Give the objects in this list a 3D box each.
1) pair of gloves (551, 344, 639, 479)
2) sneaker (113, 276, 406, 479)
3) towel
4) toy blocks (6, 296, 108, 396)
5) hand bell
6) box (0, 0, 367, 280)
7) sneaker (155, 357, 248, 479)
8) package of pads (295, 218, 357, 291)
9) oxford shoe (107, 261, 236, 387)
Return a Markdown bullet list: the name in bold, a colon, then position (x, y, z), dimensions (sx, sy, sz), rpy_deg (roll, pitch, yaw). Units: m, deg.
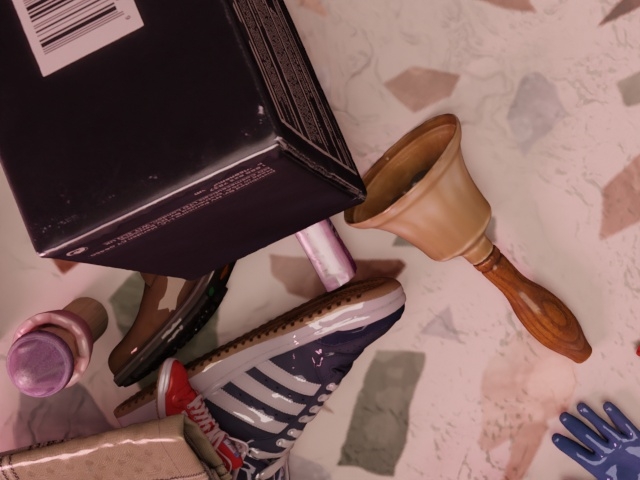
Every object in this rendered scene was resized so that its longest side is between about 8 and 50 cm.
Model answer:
- **pair of gloves**: position (0.305, 0.171, 1.096), dimensions (0.159, 0.023, 0.198), rpy_deg (44, 100, -2)
- **sneaker**: position (-0.026, 0.149, 1.076), dimensions (0.282, 0.099, 0.153), rpy_deg (-28, 92, 16)
- **towel**: position (-0.189, 0.271, 1.062), dimensions (0.324, 0.056, 0.312), rpy_deg (-12, 126, 17)
- **toy blocks**: position (-0.350, 0.001, 0.994), dimensions (0.308, 0.260, 0.289), rpy_deg (-4, 100, 5)
- **hand bell**: position (0.147, 0.020, 1.055), dimensions (0.126, 0.126, 0.242), rpy_deg (-43, 108, 10)
- **box**: position (-0.123, -0.139, 0.901), dimensions (0.182, 0.294, 0.296), rpy_deg (-25, 80, 10)
- **sneaker**: position (-0.096, 0.153, 1.022), dimensions (0.067, 0.042, 0.118), rpy_deg (0, 107, 20)
- **package of pads**: position (0.000, 0.000, 1.073), dimensions (0.032, 0.050, 0.083), rpy_deg (-28, 96, 9)
- **oxford shoe**: position (-0.125, 0.023, 1.079), dimensions (0.096, 0.083, 0.227), rpy_deg (34, 94, 7)
